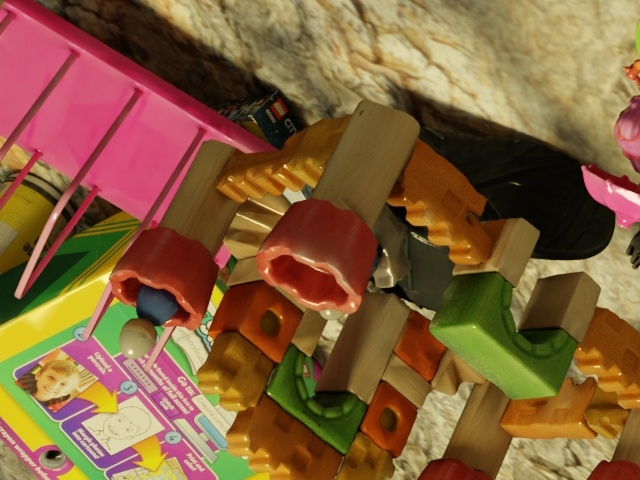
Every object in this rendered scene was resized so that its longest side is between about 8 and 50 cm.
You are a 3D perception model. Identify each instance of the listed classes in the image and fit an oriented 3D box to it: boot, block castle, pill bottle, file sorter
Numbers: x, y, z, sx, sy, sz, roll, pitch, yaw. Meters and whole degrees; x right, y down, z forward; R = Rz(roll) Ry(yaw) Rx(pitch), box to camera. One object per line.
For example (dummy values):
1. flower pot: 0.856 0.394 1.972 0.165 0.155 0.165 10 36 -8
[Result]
1. boot: 0.139 -0.005 1.690 0.246 0.094 0.207 16 155 17
2. block castle: 0.067 0.106 1.607 0.453 0.213 0.303 40 153 -28
3. pill bottle: -0.363 0.020 2.192 0.103 0.184 0.103 27 153 16
4. file sorter: -0.219 -0.042 1.779 0.290 0.182 0.202 31 146 -2

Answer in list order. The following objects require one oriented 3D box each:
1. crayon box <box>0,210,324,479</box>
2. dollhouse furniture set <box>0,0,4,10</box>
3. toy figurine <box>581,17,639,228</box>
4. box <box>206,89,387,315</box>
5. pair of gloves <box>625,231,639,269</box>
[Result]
1. crayon box: -0.187 0.154 2.120 0.313 0.106 0.363 -27 123 15
2. dollhouse furniture set: -0.418 -0.265 1.848 0.262 0.135 0.259 30 153 10
3. toy figurine: 0.244 -0.088 1.359 0.130 0.159 0.173 19 148 29
4. box: -0.040 -0.028 1.860 0.159 0.044 0.233 -6 123 51
5. pair of gloves: 0.298 0.021 1.637 0.083 0.010 0.074 32 153 7
